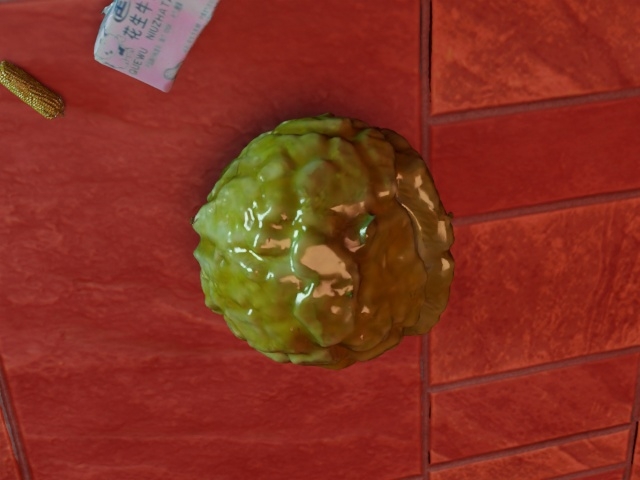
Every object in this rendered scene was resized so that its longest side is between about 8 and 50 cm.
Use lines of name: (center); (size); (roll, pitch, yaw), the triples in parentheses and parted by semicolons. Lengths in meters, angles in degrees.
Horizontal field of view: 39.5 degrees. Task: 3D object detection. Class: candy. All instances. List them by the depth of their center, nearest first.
candy: (-0.157, -0.229, 0.867); (0.092, 0.073, 0.160); (21, 140, -21)

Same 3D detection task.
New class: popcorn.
popcorn: (0.005, -0.003, 0.963); (0.282, 0.247, 0.282); (-17, 125, -27)

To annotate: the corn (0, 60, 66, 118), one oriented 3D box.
corn: (-0.299, -0.155, 0.926); (0.083, 0.027, 0.028); (39, 85, -26)
